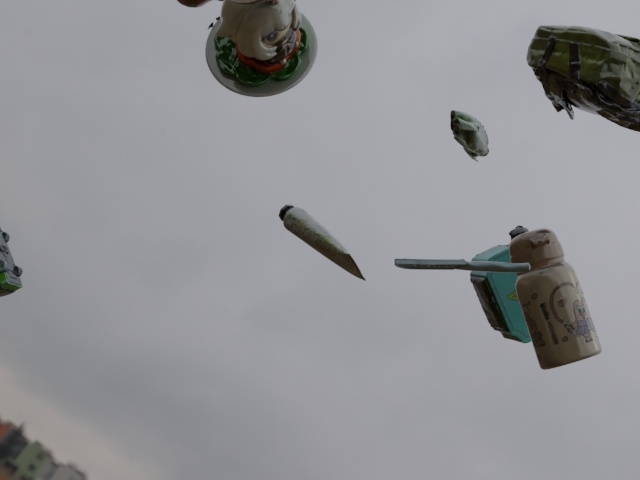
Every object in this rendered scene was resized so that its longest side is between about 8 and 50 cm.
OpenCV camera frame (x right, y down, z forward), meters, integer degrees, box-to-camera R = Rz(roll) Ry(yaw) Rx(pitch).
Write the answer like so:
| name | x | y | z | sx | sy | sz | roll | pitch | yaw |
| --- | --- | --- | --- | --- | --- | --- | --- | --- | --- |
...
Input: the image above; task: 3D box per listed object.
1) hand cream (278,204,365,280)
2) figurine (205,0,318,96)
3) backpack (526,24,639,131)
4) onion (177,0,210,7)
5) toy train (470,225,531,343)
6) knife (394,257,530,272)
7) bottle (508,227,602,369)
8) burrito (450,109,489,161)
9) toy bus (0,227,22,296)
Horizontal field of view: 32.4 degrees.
| name | x | y | z | sx | sy | sz | roll | pitch | yaw |
| --- | --- | --- | --- | --- | --- | --- | --- | --- | --- |
| hand cream | 0.000 | 0.000 | 1.711 | 0.194 | 0.042 | 0.067 | 40 | -18 | 43 |
| figurine | -0.072 | -0.244 | 1.186 | 0.132 | 0.132 | 0.153 | 31 | -18 | 15 |
| backpack | 0.445 | -0.266 | 1.781 | 0.207 | 0.140 | 0.253 | 20 | 3 | 43 |
| onion | -0.187 | -0.417 | 1.752 | 0.097 | 0.107 | 0.107 | 48 | -18 | 3 |
| toy train | 0.354 | 0.081 | 1.938 | 0.197 | 0.154 | 0.107 | 66 | -13 | -7 |
| knife | 0.188 | 0.033 | 1.465 | 0.210 | 0.015 | 0.028 | 2 | -7 | -22 |
| bottle | 0.351 | 0.086 | 1.689 | 0.110 | 0.097 | 0.209 | 117 | -43 | -79 |
| burrito | 0.258 | -0.186 | 1.918 | 0.044 | 0.074 | 0.118 | -12 | -16 | 22 |
| toy bus | -0.334 | 0.018 | 1.126 | 0.083 | 0.037 | 0.031 | 63 | 12 | 24 |
